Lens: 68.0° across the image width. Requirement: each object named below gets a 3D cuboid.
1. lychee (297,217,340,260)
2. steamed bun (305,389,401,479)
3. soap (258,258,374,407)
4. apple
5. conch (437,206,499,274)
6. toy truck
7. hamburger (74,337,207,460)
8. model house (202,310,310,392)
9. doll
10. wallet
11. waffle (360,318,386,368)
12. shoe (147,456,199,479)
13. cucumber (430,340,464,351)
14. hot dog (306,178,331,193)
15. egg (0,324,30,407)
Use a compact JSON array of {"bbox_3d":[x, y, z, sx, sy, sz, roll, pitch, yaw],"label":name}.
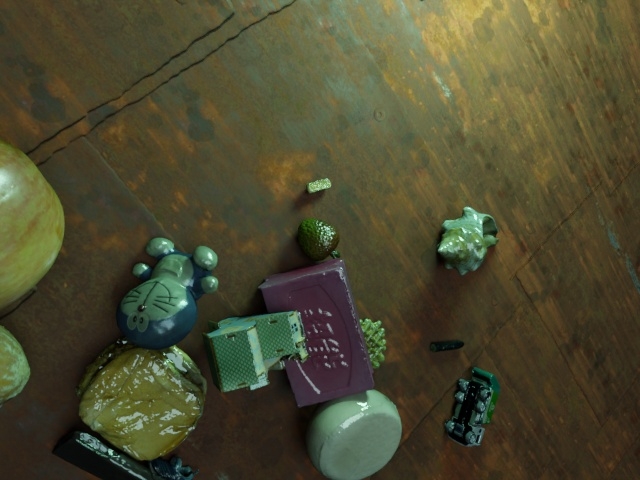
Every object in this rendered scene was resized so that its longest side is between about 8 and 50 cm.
[{"bbox_3d":[0.000,0.000,1.332,0.114,0.114,0.146,-44,91,-17],"label":"lychee"},{"bbox_3d":[0.083,0.539,1.366,0.282,0.177,0.283,-10,115,-23],"label":"steamed bun"},{"bbox_3d":[-0.004,0.251,1.299,0.232,0.128,0.360,-15,101,5],"label":"soap"},{"bbox_3d":[-0.688,-0.036,0.860,0.391,0.391,0.347,48,41,-20],"label":"apple"},{"bbox_3d":[0.473,-0.008,1.544,0.386,0.169,0.203,-28,134,-55],"label":"conch"},{"bbox_3d":[0.529,0.571,1.628,0.124,0.114,0.254,22,84,-36],"label":"toy truck"},{"bbox_3d":[-0.421,0.366,1.138,0.259,0.144,0.283,-36,112,-8],"label":"hamburger"},{"bbox_3d":[-0.185,0.275,1.150,0.206,0.270,0.178,-15,97,-63],"label":"model house"},{"bbox_3d":[-0.362,0.128,1.114,0.258,0.228,0.154,-64,159,-44],"label":"doll"},{"bbox_3d":[-0.471,0.545,1.120,0.309,0.165,0.042,40,39,-16],"label":"wallet"},{"bbox_3d":[0.121,0.324,1.453,0.183,0.036,0.170,-6,95,-26],"label":"waffle"},{"bbox_3d":[-0.381,0.590,1.217,0.143,0.064,0.071,45,76,-24],"label":"shoe"},{"bbox_3d":[0.434,0.357,1.608,0.133,0.032,0.032,-1,94,-27],"label":"cucumber"},{"bbox_3d":[-0.011,-0.154,1.359,0.090,0.034,0.030,-21,92,-42],"label":"hot dog"},{"bbox_3d":[-0.720,0.249,0.953,0.245,0.203,0.203,29,81,-20],"label":"egg"}]
